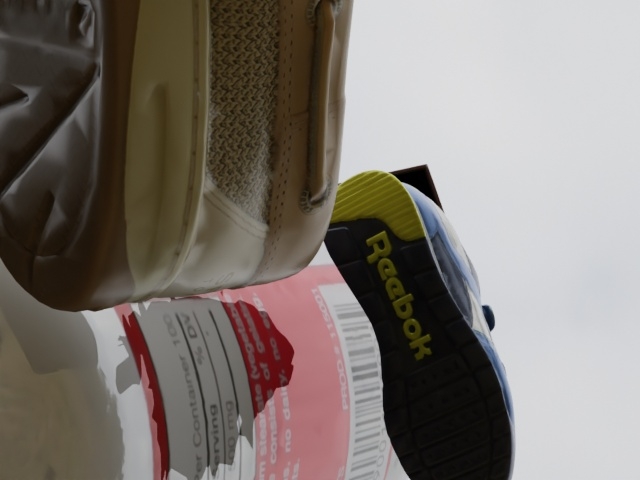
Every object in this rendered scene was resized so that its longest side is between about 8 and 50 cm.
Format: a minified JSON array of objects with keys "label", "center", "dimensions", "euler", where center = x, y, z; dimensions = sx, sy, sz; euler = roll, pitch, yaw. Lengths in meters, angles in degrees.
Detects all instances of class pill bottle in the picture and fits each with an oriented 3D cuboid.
[{"label":"pill bottle","center":[-0.130,0.078,0.715],"dimensions":[0.229,0.408,0.229],"euler":[0,-89,24]}]

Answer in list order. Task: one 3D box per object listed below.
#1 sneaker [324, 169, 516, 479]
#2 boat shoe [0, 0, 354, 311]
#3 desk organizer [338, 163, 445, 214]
[{"label":"sneaker","center":[0.049,0.040,0.723],"dimensions":[0.053,0.059,0.144],"euler":[-20,-100,19]},{"label":"boat shoe","center":[-0.033,-0.148,0.538],"dimensions":[0.110,0.121,0.341],"euler":[-4,-69,-35]},{"label":"desk organizer","center":[0.000,0.000,0.945],"dimensions":[0.130,0.050,0.047],"euler":[-13,-108,-14]}]
